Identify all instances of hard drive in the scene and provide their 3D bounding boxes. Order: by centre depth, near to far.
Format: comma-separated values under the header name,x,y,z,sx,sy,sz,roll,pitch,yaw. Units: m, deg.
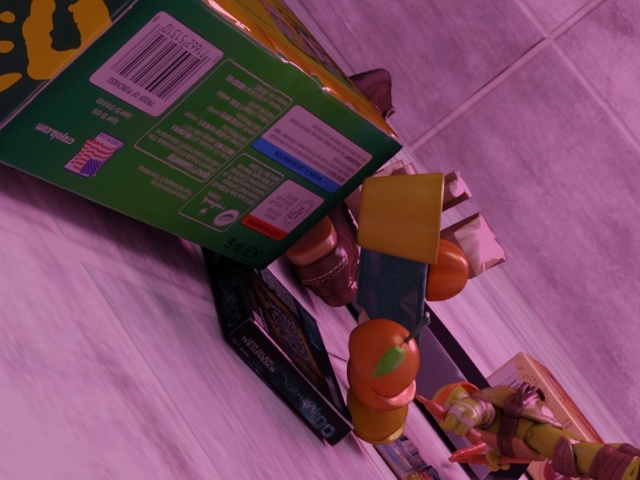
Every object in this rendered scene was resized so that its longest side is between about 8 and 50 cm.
name,x,y,z,sx,sy,sz,roll,pitch,yaw
hard drive,0.125,0.138,1.869,0.254,0.054,0.172,54,8,19

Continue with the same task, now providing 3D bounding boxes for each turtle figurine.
name,x,y,z,sx,sy,sz,roll,pitch,yaw
turtle figurine,0.186,0.174,1.595,0.217,0.087,0.269,21,-10,23

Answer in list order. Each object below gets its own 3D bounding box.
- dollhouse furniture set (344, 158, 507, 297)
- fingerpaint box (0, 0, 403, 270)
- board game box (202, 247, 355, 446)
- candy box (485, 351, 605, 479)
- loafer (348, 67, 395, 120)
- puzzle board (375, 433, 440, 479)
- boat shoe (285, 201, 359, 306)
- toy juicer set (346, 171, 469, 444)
name,x,y,z,sx,sy,sz,roll,pitch,yaw
dollhouse furniture set,0.073,0.003,1.820,0.151,0.123,0.144,-30,92,-47
fingerpaint box,-0.173,-0.191,1.239,0.371,0.163,0.445,51,9,19
board game box,-0.035,0.068,1.381,0.126,0.026,0.186,48,8,-23
candy box,0.320,0.290,2.167,0.316,0.087,0.183,55,8,19
loafer,0.026,-0.155,2.482,0.366,0.134,0.130,-30,105,-72
puzzle board,0.088,0.204,1.523,0.096,0.011,0.128,53,7,10
boat shoe,0.000,0.000,1.745,0.073,0.073,0.207,56,14,-21
toy juicer set,0.072,0.060,1.453,0.329,0.089,0.209,58,37,-86
